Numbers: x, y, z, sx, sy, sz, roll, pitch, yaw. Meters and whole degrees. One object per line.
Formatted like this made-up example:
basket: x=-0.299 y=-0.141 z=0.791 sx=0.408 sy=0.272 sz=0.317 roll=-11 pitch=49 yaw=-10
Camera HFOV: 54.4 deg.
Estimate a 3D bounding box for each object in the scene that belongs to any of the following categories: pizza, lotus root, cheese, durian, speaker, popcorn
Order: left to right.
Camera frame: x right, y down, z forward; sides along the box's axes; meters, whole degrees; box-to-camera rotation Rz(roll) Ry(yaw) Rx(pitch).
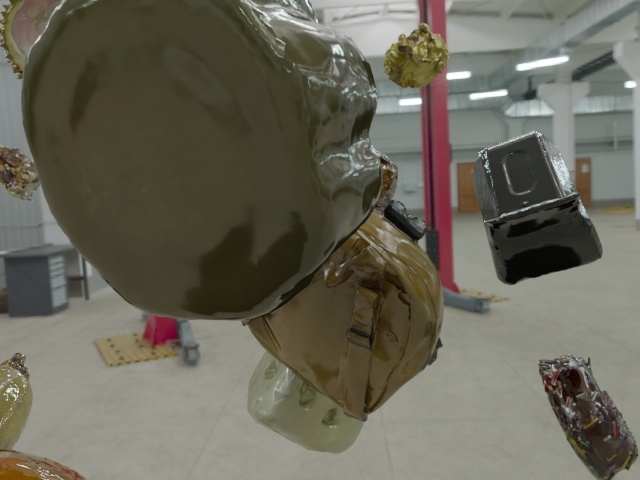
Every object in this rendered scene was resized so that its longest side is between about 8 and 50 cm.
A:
lotus root: x=-0.637 y=0.333 z=1.161 sx=0.169 sy=0.152 sz=0.343 roll=-7 pitch=22 yaw=2
pizza: x=-0.621 y=-0.143 z=1.277 sx=0.154 sy=0.069 sz=0.194 roll=41 pitch=-2 yaw=-41
durian: x=-0.541 y=-0.420 z=1.226 sx=0.183 sy=0.250 sz=0.138 roll=23 pitch=18 yaw=-42
cheese: x=-0.046 y=0.331 z=1.310 sx=0.251 sy=0.174 sz=0.248 roll=38 pitch=-12 yaw=-28
popcorn: x=0.119 y=-0.231 z=0.790 sx=0.082 sy=0.057 sz=0.083 roll=-24 pitch=-26 yaw=28
speaker: x=0.362 y=-0.091 z=1.104 sx=0.180 sy=0.184 sz=0.388 roll=-18 pitch=32 yaw=17

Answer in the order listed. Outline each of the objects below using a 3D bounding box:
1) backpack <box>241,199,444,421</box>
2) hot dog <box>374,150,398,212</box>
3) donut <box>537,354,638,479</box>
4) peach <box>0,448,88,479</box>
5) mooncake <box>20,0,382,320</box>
backpack: x=0.048 y=0.104 z=1.024 sx=0.201 sy=0.353 sz=0.378 roll=-45 pitch=-9 yaw=-43
hot dog: x=-0.037 y=-0.156 z=1.253 sx=0.387 sy=0.174 sz=0.267 roll=29 pitch=-13 yaw=16
donut: x=0.482 y=0.310 z=1.113 sx=0.096 sy=0.230 sz=0.216 roll=-30 pitch=5 yaw=17
peach: x=-0.265 y=0.347 z=0.509 sx=0.372 sy=0.373 sz=0.290 roll=-1 pitch=-16 yaw=23
mooncake: x=-0.115 y=-0.105 z=0.669 sx=0.378 sy=0.378 sz=0.201 roll=0 pitch=22 yaw=29
